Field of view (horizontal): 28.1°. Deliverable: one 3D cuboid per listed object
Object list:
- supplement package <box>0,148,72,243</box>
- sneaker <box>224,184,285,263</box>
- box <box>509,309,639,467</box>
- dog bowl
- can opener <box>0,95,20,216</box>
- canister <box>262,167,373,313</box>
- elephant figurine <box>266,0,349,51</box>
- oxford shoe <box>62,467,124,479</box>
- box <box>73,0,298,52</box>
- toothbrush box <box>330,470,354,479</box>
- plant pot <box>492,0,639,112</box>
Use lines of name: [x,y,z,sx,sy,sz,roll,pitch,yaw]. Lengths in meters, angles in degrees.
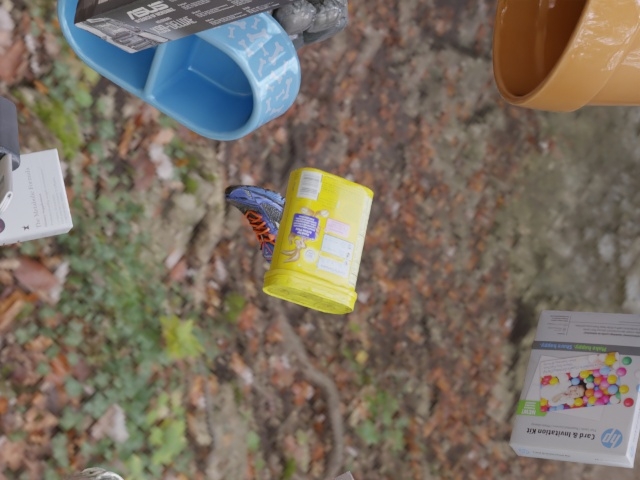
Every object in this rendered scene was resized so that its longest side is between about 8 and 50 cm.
supplement package: [-0.547,-0.059,2.117,0.244,0.139,0.134,-12,179,-15]
sneaker: [-0.063,-0.010,1.936,0.221,0.083,0.087,39,71,-28]
box: [0.317,0.174,1.532,0.038,0.145,0.186,51,49,-47]
dog bowl: [-0.167,-0.222,1.447,0.074,0.297,0.166,-55,175,-44]
can opener: [-0.466,-0.117,1.760,0.095,0.283,0.076,27,114,-31]
canister: [0.000,0.000,1.716,0.126,0.073,0.169,19,72,-23]
elephant figurine: [-0.067,-0.345,1.519,0.186,0.239,0.169,-21,174,18]
oxford shoe: [-0.265,0.340,1.549,0.130,0.169,0.449,-59,177,-1]
box: [-0.088,-0.319,1.168,0.076,0.307,0.242,24,70,-40]
toothbrush box: [-0.008,0.466,1.845,0.206,0.122,0.283,-27,-174,-1]
plant pot: [0.330,-0.260,1.352,0.204,0.291,0.290,14,117,-12]
